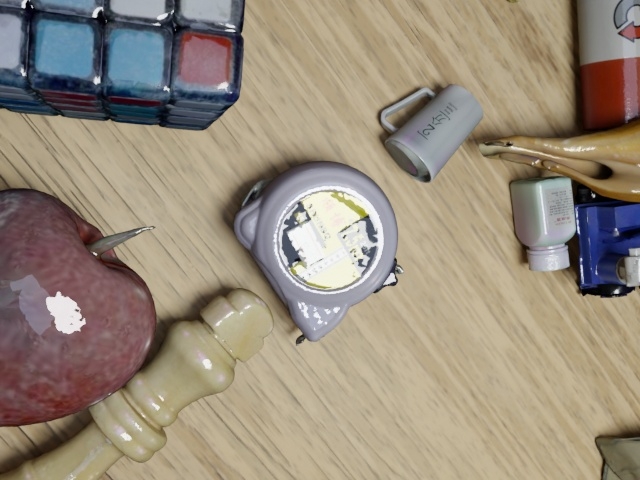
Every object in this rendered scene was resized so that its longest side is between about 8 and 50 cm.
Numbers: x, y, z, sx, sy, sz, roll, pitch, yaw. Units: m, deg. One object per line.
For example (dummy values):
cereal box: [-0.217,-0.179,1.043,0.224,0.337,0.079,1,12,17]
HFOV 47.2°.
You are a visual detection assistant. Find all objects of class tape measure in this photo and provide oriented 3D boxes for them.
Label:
tape measure: [0.004,0.001,0.871,0.178,0.105,0.196,-28,99,-3]

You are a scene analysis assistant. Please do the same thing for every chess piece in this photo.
chess piece: [-0.214,0.200,0.827,0.397,0.117,0.117,-42,103,-10]

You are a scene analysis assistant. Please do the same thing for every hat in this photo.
hat: [0.467,0.346,1.016,0.147,0.085,0.175,1,93,-15]

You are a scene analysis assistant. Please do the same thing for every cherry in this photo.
cherry: [-0.288,0.066,0.743,0.285,0.213,0.236,-34,86,2]

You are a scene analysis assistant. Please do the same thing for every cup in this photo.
cup: [0.130,-0.142,0.909,0.104,0.074,0.116,40,80,15]

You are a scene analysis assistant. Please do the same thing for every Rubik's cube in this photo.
Rubik's cube: [-0.224,-0.266,0.694,0.287,0.292,0.293,3,92,-15]

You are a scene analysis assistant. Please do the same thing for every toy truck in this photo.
toy truck: [0.433,-0.004,0.934,0.213,0.177,0.161,-8,95,-13]

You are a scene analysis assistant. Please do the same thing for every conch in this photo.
conch: [0.362,-0.099,0.891,0.330,0.093,0.109,1,88,14]

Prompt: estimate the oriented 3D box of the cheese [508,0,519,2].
cheese: [0.229,-0.337,0.926,0.030,0.044,0.083,-39,105,8]

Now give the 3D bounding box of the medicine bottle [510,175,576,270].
medicine bottle: [0.290,-0.022,0.948,0.055,0.074,0.118,-9,95,-15]

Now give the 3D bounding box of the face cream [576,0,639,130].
face cream: [0.383,-0.252,0.943,0.096,0.096,0.214,-6,96,-13]
